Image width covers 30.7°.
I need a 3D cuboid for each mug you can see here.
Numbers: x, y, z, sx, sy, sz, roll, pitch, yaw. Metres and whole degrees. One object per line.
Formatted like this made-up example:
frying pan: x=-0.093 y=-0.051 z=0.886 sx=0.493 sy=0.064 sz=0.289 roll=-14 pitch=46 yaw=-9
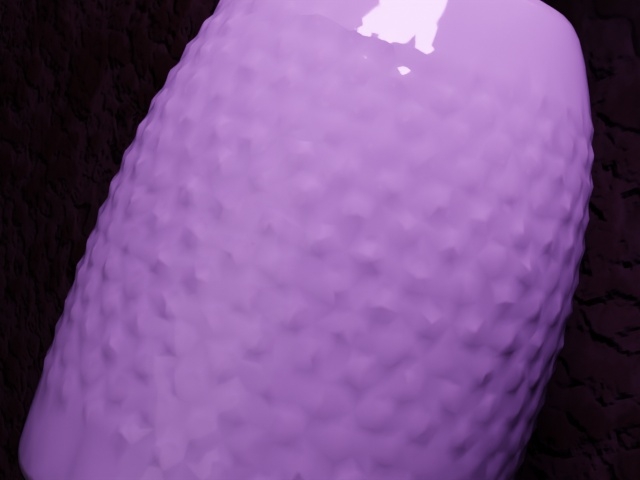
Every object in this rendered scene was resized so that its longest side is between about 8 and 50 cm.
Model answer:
mug: x=0.000 y=0.000 z=0.715 sx=0.374 sy=0.276 sz=0.328 roll=-142 pitch=71 yaw=-75
